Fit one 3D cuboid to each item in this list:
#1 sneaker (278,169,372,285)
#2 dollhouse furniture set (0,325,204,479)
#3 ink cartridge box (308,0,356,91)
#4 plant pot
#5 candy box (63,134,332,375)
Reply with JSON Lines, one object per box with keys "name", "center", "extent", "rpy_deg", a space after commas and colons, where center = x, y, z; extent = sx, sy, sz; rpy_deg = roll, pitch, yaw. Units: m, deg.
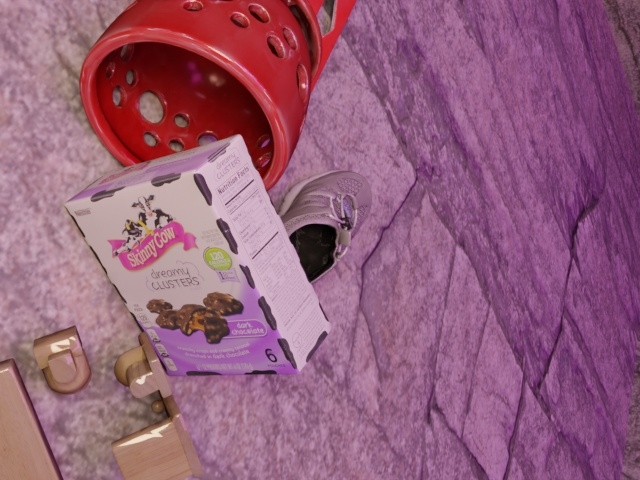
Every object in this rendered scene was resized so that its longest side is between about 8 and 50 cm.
{"name": "sneaker", "center": [0.000, 0.000, 0.805], "extent": [0.281, 0.115, 0.105], "rpy_deg": [-45, 120, -46]}
{"name": "dollhouse furniture set", "center": [-0.202, 0.141, 0.589], "extent": [0.151, 0.123, 0.144], "rpy_deg": [-21, 103, -17]}
{"name": "ink cartridge box", "center": [-0.025, -0.346, 0.850], "extent": [0.261, 0.066, 0.296], "rpy_deg": [45, 56, -38]}
{"name": "plant pot", "center": [-0.094, -0.157, 0.647], "extent": [0.191, 0.191, 0.174], "rpy_deg": [52, 44, -34]}
{"name": "candy box", "center": [-0.106, 0.022, 0.621], "extent": [0.070, 0.164, 0.196], "rpy_deg": [-50, 122, -47]}
